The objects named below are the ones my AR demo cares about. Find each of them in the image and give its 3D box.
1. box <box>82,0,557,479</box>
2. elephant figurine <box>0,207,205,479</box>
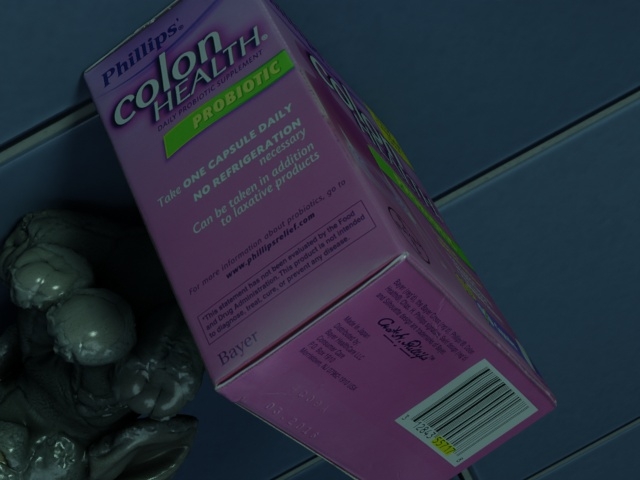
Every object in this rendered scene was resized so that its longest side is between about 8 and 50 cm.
[{"bbox_3d":[0.000,0.000,0.783,0.117,0.243,0.213,-36,141,9],"label":"box"},{"bbox_3d":[-0.164,0.106,0.881,0.186,0.169,0.239,13,122,-23],"label":"elephant figurine"}]
